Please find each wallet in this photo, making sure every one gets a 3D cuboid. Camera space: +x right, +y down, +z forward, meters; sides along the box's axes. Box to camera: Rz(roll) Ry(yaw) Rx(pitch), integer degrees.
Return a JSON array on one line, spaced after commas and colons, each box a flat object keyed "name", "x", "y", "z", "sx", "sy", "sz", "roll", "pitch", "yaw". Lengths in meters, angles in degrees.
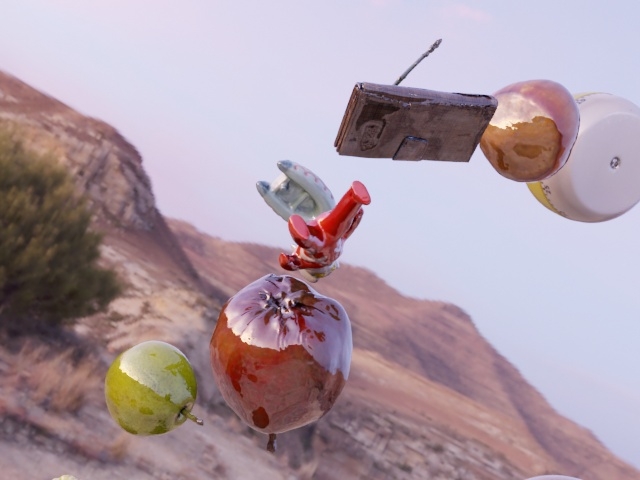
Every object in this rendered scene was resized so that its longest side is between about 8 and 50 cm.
[{"name": "wallet", "x": 0.142, "y": -0.172, "z": 1.257, "sx": 0.230, "sy": 0.124, "sz": 0.042, "roll": 0, "pitch": 45, "yaw": -24}]

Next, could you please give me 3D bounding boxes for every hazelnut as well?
[{"name": "hazelnut", "x": 0.340, "y": -0.187, "z": 1.413, "sx": 0.182, "sy": 0.182, "sz": 0.182, "roll": 28, "pitch": -9, "yaw": 5}]

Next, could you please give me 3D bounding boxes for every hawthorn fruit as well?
[{"name": "hawthorn fruit", "x": -0.076, "y": 0.237, "z": 1.725, "sx": 0.308, "sy": 0.308, "sz": 0.325, "roll": 22, "pitch": -31, "yaw": 33}]

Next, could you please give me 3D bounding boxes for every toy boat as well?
[{"name": "toy boat", "x": -0.049, "y": -0.095, "z": 1.984, "sx": 0.207, "sy": 0.134, "sz": 0.079, "roll": 40, "pitch": 20, "yaw": -25}]

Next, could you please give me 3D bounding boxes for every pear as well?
[{"name": "pear", "x": -0.296, "y": 0.287, "z": 1.569, "sx": 0.216, "sy": 0.180, "sz": 0.166, "roll": 31, "pitch": 29, "yaw": 17}]

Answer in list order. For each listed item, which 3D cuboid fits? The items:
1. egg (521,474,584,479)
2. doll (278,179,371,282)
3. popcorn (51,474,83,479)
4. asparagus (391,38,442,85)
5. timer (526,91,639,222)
[{"name": "egg", "x": 0.320, "y": 0.447, "z": 1.105, "sx": 0.250, "sy": 0.250, "sz": 0.322, "roll": 20, "pitch": -24, "yaw": 41}, {"name": "doll", "x": 0.000, "y": 0.000, "z": 1.610, "sx": 0.099, "sy": 0.188, "sz": 0.384, "roll": 58, "pitch": -10, "yaw": 9}, {"name": "popcorn", "x": -0.509, "y": 0.564, "z": 1.683, "sx": 0.187, "sy": 0.186, "sz": 0.167, "roll": 0, "pitch": -8, "yaw": 4}, {"name": "asparagus", "x": 0.174, "y": -0.328, "z": 1.613, "sx": 0.013, "sy": 0.166, "sz": 0.016, "roll": 39, "pitch": -7, "yaw": 44}, {"name": "timer", "x": 0.520, "y": -0.177, "z": 1.740, "sx": 0.285, "sy": 0.285, "sz": 0.285, "roll": 28, "pitch": -9, "yaw": 5}]
